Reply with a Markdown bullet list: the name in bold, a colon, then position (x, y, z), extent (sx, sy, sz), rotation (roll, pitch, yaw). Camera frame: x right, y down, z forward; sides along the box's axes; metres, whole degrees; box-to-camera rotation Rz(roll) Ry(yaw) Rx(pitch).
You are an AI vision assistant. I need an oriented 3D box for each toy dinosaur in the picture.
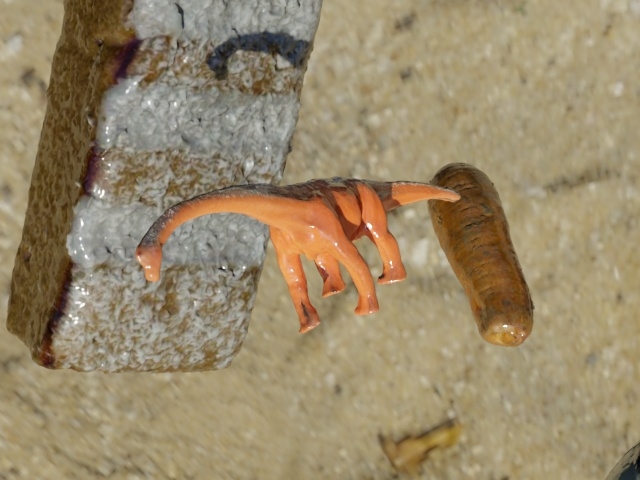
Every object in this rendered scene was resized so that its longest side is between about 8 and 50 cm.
- **toy dinosaur**: position (-0.005, 0.001, 1.030), extent (0.055, 0.279, 0.101), rotation (-15, 96, 34)

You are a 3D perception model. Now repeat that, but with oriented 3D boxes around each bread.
- **bread**: position (-0.097, -0.107, 1.179), extent (0.113, 0.165, 0.416), rotation (35, 118, 50)

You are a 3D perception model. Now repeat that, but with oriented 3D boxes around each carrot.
- **carrot**: position (0.128, 0.009, 1.378), extent (0.060, 0.060, 0.186), rotation (-21, 47, 4)

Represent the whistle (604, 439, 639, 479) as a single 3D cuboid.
- **whistle**: position (0.226, 0.150, 0.832), extent (0.163, 0.290, 0.163), rotation (6, 97, 50)
